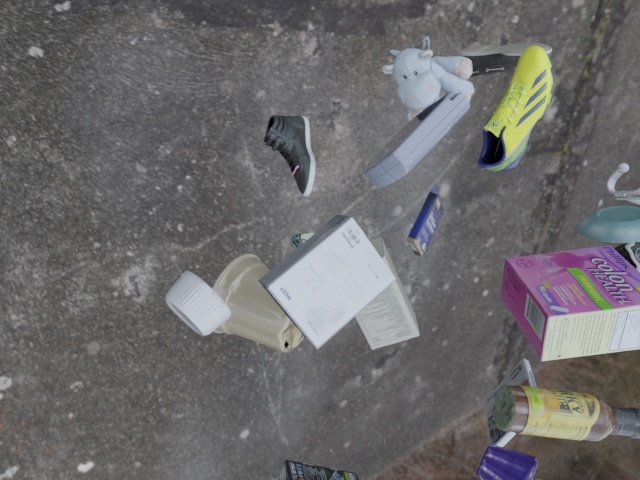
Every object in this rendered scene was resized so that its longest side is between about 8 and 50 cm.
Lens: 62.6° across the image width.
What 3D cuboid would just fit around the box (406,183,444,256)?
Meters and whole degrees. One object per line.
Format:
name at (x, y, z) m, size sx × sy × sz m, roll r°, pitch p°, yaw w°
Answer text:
box at (0.367, -0.069, 1.795) m, size 0.225 × 0.037 × 0.136 m, roll -64°, pitch 151°, yaw -11°

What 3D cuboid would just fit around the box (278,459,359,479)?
box at (0.018, 0.672, 1.317) m, size 0.216 × 0.270 × 0.060 m, roll 17°, pitch 98°, yaw -14°

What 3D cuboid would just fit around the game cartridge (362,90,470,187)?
game cartridge at (0.176, -0.192, 1.071) m, size 0.196 × 0.294 × 0.060 m, roll -42°, pitch 95°, yaw -2°

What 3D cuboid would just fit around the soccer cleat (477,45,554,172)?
soccer cleat at (0.430, -0.284, 1.179) m, size 0.121 × 0.093 × 0.289 m, roll -8°, pitch 125°, yaw -21°

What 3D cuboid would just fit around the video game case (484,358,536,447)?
video game case at (0.536, 0.459, 1.478) m, size 0.201 × 0.023 × 0.183 m, roll -61°, pitch -174°, yaw 29°

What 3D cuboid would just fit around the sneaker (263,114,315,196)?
sneaker at (-0.104, -0.272, 1.656) m, size 0.147 × 0.295 × 0.104 m, roll 4°, pitch 154°, yaw -25°

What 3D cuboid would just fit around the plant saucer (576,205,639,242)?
plant saucer at (0.722, -0.049, 1.264) m, size 0.195 × 0.195 × 0.037 m, roll -25°, pitch 115°, yaw -33°

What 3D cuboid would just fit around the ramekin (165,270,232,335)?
ramekin at (-0.388, 0.204, 1.645) m, size 0.109 × 0.207 × 0.207 m, roll -47°, pitch 137°, yaw -22°

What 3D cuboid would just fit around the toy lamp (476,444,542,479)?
toy lamp at (0.346, 0.363, 0.699) m, size 0.080 × 0.275 × 0.080 m, roll -45°, pitch 147°, yaw -41°

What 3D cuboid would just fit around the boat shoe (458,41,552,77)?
boat shoe at (0.576, -0.558, 1.651) m, size 0.112 × 0.335 × 0.095 m, roll -29°, pitch 120°, yaw -23°

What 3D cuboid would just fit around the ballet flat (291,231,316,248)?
ballet flat at (0.000, 0.000, 1.712) m, size 0.189 × 0.070 × 0.070 m, roll -4°, pitch 117°, yaw -20°

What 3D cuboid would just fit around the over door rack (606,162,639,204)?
over door rack at (0.661, -0.058, 0.823) m, size 0.240 × 0.324 × 0.108 m, roll 16°, pitch 101°, yaw -12°

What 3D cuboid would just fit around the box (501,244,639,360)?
box at (0.541, 0.125, 1.107) m, size 0.243 × 0.213 × 0.117 m, roll -6°, pitch 121°, yaw -1°

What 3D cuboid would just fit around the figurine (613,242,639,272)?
figurine at (0.726, 0.097, 1.381) m, size 0.215 × 0.092 × 0.209 m, roll -34°, pitch 172°, yaw -12°

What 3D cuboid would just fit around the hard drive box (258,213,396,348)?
hard drive box at (0.016, 0.085, 1.135) m, size 0.232 × 0.089 × 0.181 m, roll -39°, pitch 107°, yaw -11°

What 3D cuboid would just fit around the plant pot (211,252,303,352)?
plant pot at (-0.204, 0.258, 1.975) m, size 0.334 × 0.306 × 0.333 m, roll -47°, pitch 150°, yaw -38°

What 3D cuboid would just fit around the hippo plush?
hippo plush at (0.323, -0.493, 1.553) m, size 0.237 × 0.235 × 0.294 m, roll -9°, pitch 85°, yaw -68°

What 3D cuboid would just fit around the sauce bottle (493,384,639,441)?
sauce bottle at (0.583, 0.406, 1.224) m, size 0.345 × 0.111 × 0.111 m, roll 8°, pitch 111°, yaw -8°

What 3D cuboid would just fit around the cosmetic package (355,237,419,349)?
cosmetic package at (0.168, 0.163, 1.568) m, size 0.160 × 0.113 × 0.309 m, roll -19°, pitch 120°, yaw 13°
